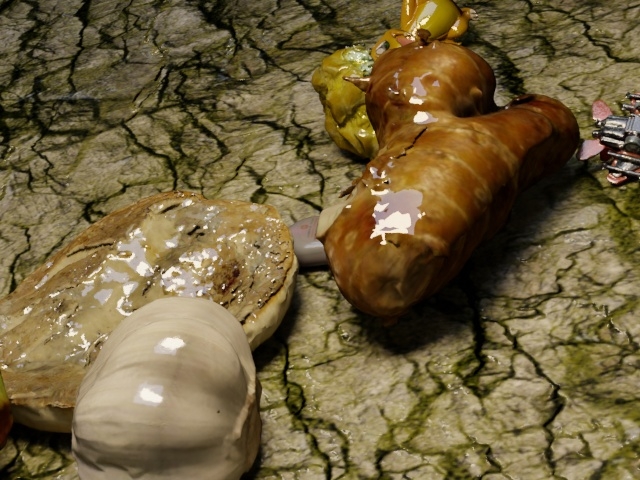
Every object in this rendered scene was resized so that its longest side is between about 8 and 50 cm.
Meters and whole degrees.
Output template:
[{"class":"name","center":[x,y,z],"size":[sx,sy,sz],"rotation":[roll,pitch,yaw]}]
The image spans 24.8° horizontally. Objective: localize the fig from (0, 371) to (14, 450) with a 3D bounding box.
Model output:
[{"class":"fig","center":[-0.447,0.136,1.383],"size":[0.316,0.316,0.316],"rotation":[-11,29,7]}]

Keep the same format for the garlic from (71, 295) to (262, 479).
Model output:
[{"class":"garlic","center":[-0.144,0.143,1.318],"size":[0.178,0.143,0.229],"rotation":[1,59,3]}]

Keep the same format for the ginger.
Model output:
[{"class":"ginger","center":[0.104,-0.079,1.559],"size":[0.254,0.176,0.418],"rotation":[34,47,8]}]

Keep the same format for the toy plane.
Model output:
[{"class":"toy plane","center":[0.389,-0.114,1.641],"size":[0.189,0.061,0.130],"rotation":[6,59,29]}]

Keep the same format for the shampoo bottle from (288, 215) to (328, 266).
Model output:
[{"class":"shampoo bottle","center":[0.000,0.000,1.648],"size":[0.165,0.040,0.080],"rotation":[-8,33,14]}]

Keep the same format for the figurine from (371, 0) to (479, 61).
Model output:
[{"class":"figurine","center":[0.126,-0.285,2.055],"size":[0.176,0.121,0.122],"rotation":[-45,11,-27]}]

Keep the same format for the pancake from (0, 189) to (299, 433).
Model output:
[{"class":"pancake","center":[-0.201,0.073,1.572],"size":[0.387,0.082,0.387],"rotation":[-13,34,9]}]

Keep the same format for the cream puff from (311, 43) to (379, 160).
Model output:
[{"class":"cream puff","center":[0.057,-0.164,1.822],"size":[0.121,0.156,0.156],"rotation":[-35,17,32]}]
